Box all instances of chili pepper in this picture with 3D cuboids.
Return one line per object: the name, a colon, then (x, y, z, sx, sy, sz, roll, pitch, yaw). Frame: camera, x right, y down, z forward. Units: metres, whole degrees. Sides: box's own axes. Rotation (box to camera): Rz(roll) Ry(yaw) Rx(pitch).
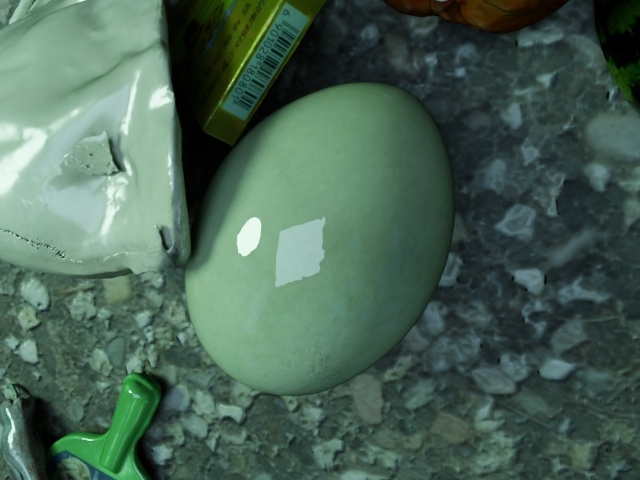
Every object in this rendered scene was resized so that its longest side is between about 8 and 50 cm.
chili pepper: (-0.324, 0.227, 0.658, 0.041, 0.050, 0.153, -15, 74, -14)

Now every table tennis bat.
table tennis bat: (-0.229, 0.251, 0.652, 0.160, 0.039, 0.257, 29, 108, 12)

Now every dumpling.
dumpling: (-0.204, -0.103, 0.492, 0.181, 0.341, 0.260, 5, 95, -22)

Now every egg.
egg: (0.000, 0.000, 0.457, 0.187, 0.186, 0.253, 33, 103, 9)

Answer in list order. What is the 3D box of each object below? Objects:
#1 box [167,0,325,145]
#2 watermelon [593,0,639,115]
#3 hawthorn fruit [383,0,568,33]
box: (-0.072, -0.169, 0.466, 0.121, 0.030, 0.193, -53, 38, 18)
watermelon: (0.250, -0.150, 0.399, 0.137, 0.193, 0.145, 16, 112, -33)
hawthorn fruit: (0.111, -0.268, 0.378, 0.207, 0.207, 0.243, 21, 90, 12)
